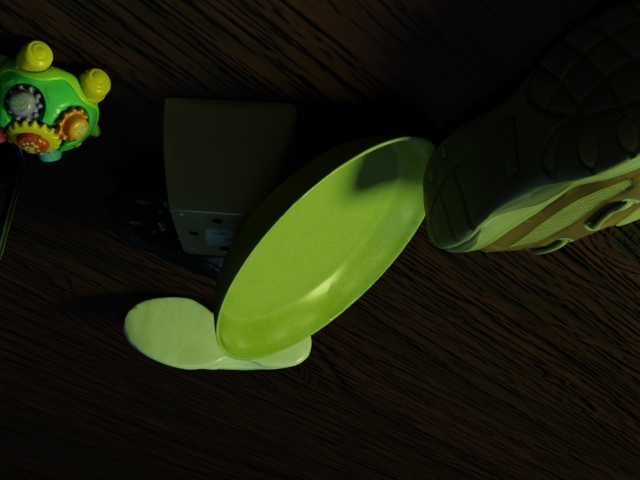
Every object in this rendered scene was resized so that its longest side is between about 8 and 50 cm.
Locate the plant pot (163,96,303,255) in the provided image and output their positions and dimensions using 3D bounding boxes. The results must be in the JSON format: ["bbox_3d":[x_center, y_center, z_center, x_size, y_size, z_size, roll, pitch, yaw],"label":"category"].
[{"bbox_3d":[-0.075,-0.045,0.862,0.109,0.096,0.109,4,151,5],"label":"plant pot"}]

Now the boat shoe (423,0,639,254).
[{"bbox_3d":[0.204,-0.072,0.750,0.116,0.123,0.324,13,158,-27],"label":"boat shoe"}]

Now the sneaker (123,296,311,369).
[{"bbox_3d":[-0.122,0.119,1.205,0.212,0.080,0.094,10,163,-10],"label":"sneaker"}]

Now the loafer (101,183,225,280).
[{"bbox_3d":[-0.100,-0.003,0.984,0.223,0.076,0.078,21,179,-35],"label":"loafer"}]

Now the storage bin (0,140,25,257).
[{"bbox_3d":[-0.326,-0.066,0.847,0.084,0.122,0.180,-1,151,14],"label":"storage bin"}]

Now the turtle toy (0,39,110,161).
[{"bbox_3d":[-0.231,-0.105,0.814,0.130,0.066,0.095,23,147,-28],"label":"turtle toy"}]

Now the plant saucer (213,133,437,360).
[{"bbox_3d":[0.000,0.000,0.862,0.037,0.241,0.241,45,162,23],"label":"plant saucer"}]
